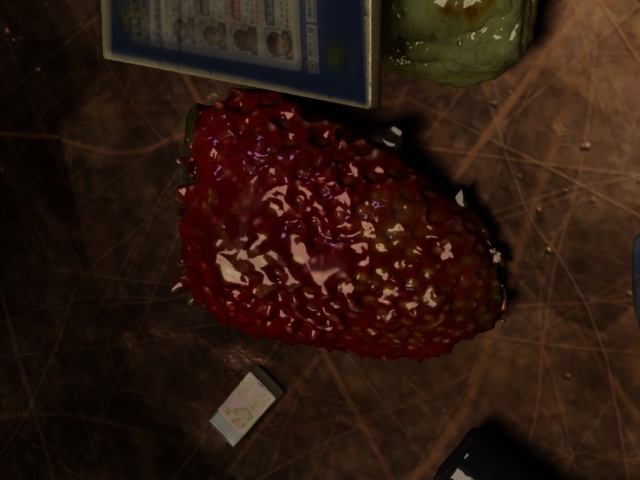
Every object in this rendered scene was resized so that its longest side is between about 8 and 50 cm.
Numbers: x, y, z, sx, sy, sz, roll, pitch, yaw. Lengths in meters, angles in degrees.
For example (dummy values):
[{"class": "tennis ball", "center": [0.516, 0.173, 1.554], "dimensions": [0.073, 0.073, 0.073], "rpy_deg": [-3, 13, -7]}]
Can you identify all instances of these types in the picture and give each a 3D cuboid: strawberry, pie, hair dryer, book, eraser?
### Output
[{"class": "strawberry", "center": [0.000, 0.000, 1.441], "dimensions": [0.306, 0.138, 0.233], "rpy_deg": [14, 116, 28]}, {"class": "pie", "center": [0.050, -0.220, 1.340], "dimensions": [0.248, 0.090, 0.201], "rpy_deg": [14, 116, 25]}, {"class": "hair dryer", "center": [0.126, 0.275, 1.535], "dimensions": [0.114, 0.070, 0.248], "rpy_deg": [39, 134, 11]}, {"class": "book", "center": [-0.071, -0.236, 1.365], "dimensions": [0.322, 0.018, 0.228], "rpy_deg": [16, 113, 42]}, {"class": "eraser", "center": [-0.071, 0.158, 1.623], "dimensions": [0.038, 0.019, 0.083], "rpy_deg": [45, 127, 6]}]

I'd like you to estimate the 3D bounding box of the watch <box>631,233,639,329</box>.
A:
[{"class": "watch", "center": [0.385, 0.058, 1.192], "dimensions": [0.274, 0.241, 0.305], "rpy_deg": [-43, 82, 20]}]
